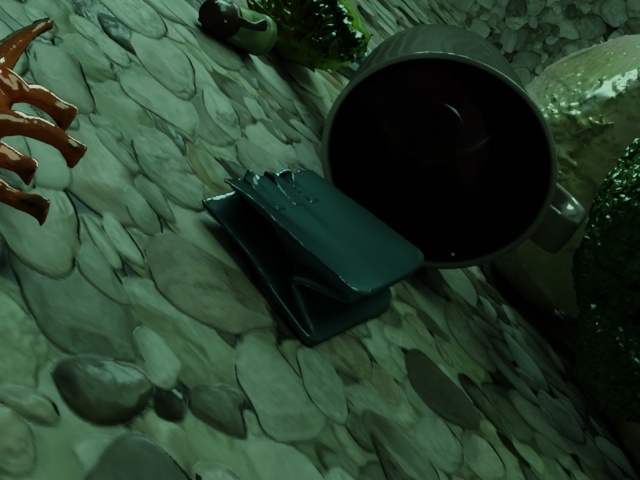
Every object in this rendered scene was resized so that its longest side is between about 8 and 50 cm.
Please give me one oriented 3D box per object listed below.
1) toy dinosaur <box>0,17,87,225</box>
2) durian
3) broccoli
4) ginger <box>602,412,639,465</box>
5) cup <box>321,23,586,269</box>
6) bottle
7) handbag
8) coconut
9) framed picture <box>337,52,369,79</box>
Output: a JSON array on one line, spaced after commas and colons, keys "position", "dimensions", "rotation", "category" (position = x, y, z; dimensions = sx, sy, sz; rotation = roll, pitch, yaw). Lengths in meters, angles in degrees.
[{"position": [-0.180, -0.051, 0.563], "dimensions": [0.101, 0.055, 0.279], "rotation": [29, 25, -22], "category": "toy dinosaur"}, {"position": [-0.016, -0.272, 1.309], "dimensions": [0.132, 0.107, 0.375], "rotation": [38, 19, -34], "category": "durian"}, {"position": [0.419, 0.019, 1.087], "dimensions": [0.310, 0.413, 0.321], "rotation": [42, 12, 6], "category": "broccoli"}, {"position": [0.359, 0.188, 1.230], "dimensions": [0.123, 0.115, 0.193], "rotation": [30, 20, 6], "category": "ginger"}, {"position": [0.152, -0.106, 1.118], "dimensions": [0.289, 0.208, 0.273], "rotation": [8, 19, 2], "category": "cup"}, {"position": [-0.091, -0.235, 1.159], "dimensions": [0.101, 0.063, 0.047], "rotation": [13, 66, -55], "category": "bottle"}, {"position": [0.000, 0.000, 0.861], "dimensions": [0.144, 0.057, 0.221], "rotation": [46, 17, 10], "category": "handbag"}, {"position": [0.404, -0.074, 1.408], "dimensions": [0.404, 0.404, 0.404], "rotation": [41, 19, -17], "category": "coconut"}, {"position": [0.045, -0.274, 1.601], "dimensions": [0.203, 0.015, 0.150], "rotation": [24, 29, -51], "category": "framed picture"}]
